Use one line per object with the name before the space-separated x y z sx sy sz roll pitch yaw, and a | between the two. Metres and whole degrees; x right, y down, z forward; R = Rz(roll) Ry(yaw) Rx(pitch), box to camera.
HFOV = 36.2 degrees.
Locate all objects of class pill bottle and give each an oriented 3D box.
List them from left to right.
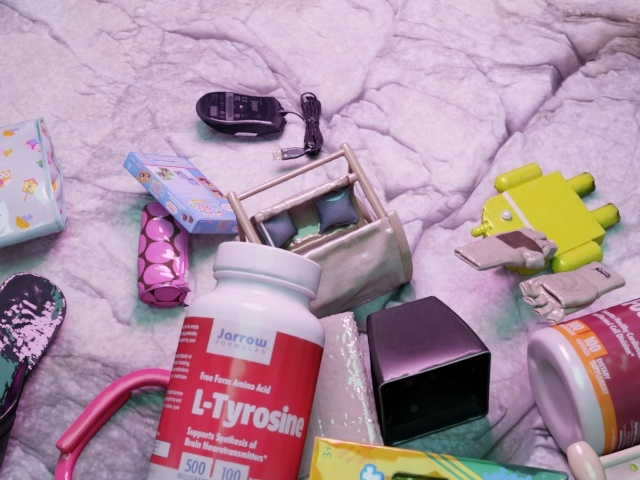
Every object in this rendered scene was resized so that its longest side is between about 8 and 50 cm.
pill bottle | -0.121 0.221 1.536 0.229 0.229 0.408 10 77 9
pill bottle | 0.557 0.197 1.589 0.392 0.224 0.224 -17 58 -8

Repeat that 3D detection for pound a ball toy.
pound a ball toy | 0.527 0.385 1.479 0.319 0.208 0.136 -6 57 -2

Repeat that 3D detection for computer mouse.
computer mouse | -0.121 -0.222 1.991 0.262 0.060 0.184 -2 52 -12

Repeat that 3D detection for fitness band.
fitness band | -0.314 0.349 1.638 0.209 0.054 0.291 33 65 18

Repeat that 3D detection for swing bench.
swing bench | 0.000 0.000 1.778 0.253 0.165 0.255 -25 60 -14

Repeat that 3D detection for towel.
towel | -0.003 0.269 1.641 0.187 0.049 0.282 -16 64 10

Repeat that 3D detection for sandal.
sandal | -0.565 0.237 1.651 0.167 0.107 0.446 27 57 -16

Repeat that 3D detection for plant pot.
plant pot | 0.165 0.205 1.639 0.187 0.188 0.167 -16 46 -7

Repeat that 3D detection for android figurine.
android figurine | 0.418 -0.036 1.847 0.272 0.056 0.248 -20 59 -12

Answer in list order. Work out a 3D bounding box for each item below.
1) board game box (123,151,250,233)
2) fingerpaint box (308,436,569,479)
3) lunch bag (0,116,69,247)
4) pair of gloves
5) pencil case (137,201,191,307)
board game box | -0.253 -0.090 1.863 0.211 0.160 0.039 42 111 26
fingerpaint box | 0.143 0.532 1.386 0.371 0.163 0.445 7 69 7
lunch bag | -0.603 -0.085 1.866 0.223 0.160 0.262 -15 52 -8
pair of gloves | 0.372 0.053 1.684 0.204 0.042 0.240 -19 39 -40
pencil case | -0.287 0.022 1.822 0.098 0.095 0.209 -24 54 24
